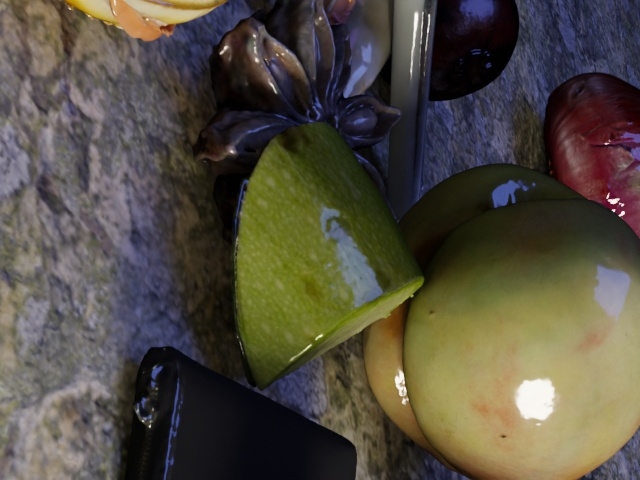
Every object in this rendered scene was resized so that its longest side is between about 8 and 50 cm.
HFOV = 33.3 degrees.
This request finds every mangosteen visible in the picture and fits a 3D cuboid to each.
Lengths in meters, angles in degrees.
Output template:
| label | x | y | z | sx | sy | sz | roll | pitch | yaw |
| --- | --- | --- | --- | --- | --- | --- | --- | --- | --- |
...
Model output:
| label | x | y | z | sx | sy | sz | roll | pitch | yaw |
| --- | --- | --- | --- | --- | --- | --- | --- | --- | --- |
| mangosteen | 0.125 | -0.252 | 1.208 | 0.200 | 0.199 | 0.200 | 39 | 42 | -47 |

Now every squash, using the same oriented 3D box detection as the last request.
| label | x | y | z | sx | sy | sz | roll | pitch | yaw |
| --- | --- | --- | --- | --- | --- | --- | --- | --- | --- |
| squash | 0.020 | 0.005 | 0.796 | 0.192 | 0.085 | 0.184 | -27 | 115 | -49 |

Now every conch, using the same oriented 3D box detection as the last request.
| label | x | y | z | sx | sy | sz | roll | pitch | yaw |
| --- | --- | --- | --- | --- | --- | --- | --- | --- | --- |
| conch | 0.036 | -0.181 | 1.063 | 0.094 | 0.104 | 0.176 | 21 | 56 | -33 |

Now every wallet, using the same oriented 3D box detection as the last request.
| label | x | y | z | sx | sy | sz | roll | pitch | yaw |
| --- | --- | --- | --- | --- | --- | --- | --- | --- | --- |
| wallet | -0.052 | 0.178 | 0.749 | 0.250 | 0.044 | 0.149 | 36 | 49 | -49 |

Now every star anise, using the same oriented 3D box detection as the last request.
| label | x | y | z | sx | sy | sz | roll | pitch | yaw |
| --- | --- | --- | --- | --- | --- | --- | --- | --- | --- |
| star anise | -0.027 | -0.084 | 0.880 | 0.236 | 0.109 | 0.223 | -44 | 119 | -46 |

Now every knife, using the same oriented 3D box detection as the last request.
| label | x | y | z | sx | sy | sz | roll | pitch | yaw |
| --- | --- | --- | --- | --- | --- | --- | --- | --- | --- |
| knife | 0.094 | -0.144 | 1.080 | 0.073 | 0.040 | 0.266 | -63 | 158 | -54 |

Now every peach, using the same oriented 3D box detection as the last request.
| label | x | y | z | sx | sy | sz | roll | pitch | yaw |
| --- | --- | --- | --- | --- | --- | --- | --- | --- | --- |
| peach | 0.173 | 0.081 | 0.959 | 0.247 | 0.292 | 0.292 | -16 | 88 | -26 |

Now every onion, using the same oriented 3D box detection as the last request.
| label | x | y | z | sx | sy | sz | roll | pitch | yaw |
| --- | --- | --- | --- | --- | --- | --- | --- | --- | --- |
| onion | 0.489 | -0.103 | 1.653 | 0.347 | 0.285 | 0.348 | -18 | 90 | -74 |

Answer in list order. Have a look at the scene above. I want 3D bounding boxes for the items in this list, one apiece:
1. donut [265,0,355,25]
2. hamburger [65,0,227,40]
| label | x | y | z | sx | sy | sz | roll | pitch | yaw |
| --- | --- | --- | --- | --- | --- | --- | --- | --- | --- |
| donut | -0.018 | -0.256 | 0.985 | 0.166 | 0.117 | 0.065 | 65 | 24 | -13 |
| hamburger | -0.142 | -0.249 | 0.721 | 0.237 | 0.147 | 0.237 | 37 | 36 | -33 |
